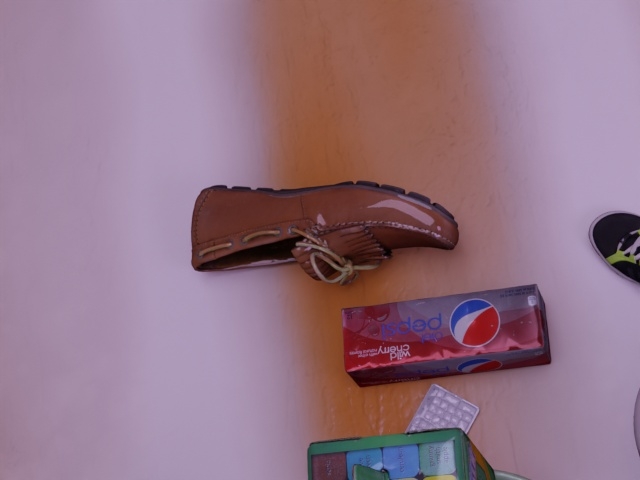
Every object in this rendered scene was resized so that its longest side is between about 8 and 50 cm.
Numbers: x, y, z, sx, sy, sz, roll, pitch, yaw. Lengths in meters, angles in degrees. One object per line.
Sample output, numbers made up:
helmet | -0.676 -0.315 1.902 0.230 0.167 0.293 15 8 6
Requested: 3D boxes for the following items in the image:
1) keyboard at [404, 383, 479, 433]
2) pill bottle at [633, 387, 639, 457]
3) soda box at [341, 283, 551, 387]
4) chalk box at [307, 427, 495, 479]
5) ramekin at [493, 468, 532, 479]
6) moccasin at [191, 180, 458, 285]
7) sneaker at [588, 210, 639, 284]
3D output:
keyboard | 0.115 0.312 1.996 0.072 0.014 0.256 26 80 22
pill bottle | 0.463 0.221 1.743 0.210 0.363 0.210 -5 69 13
soda box | 0.164 0.126 2.012 0.263 0.083 0.092 -8 68 13
chalk box | 0.092 0.314 1.687 0.179 0.289 0.180 -7 69 13
ramekin | 0.199 0.438 1.855 0.303 0.148 0.303 -5 70 13
moccasin | -0.001 -0.001 2.072 0.380 0.139 0.147 1 72 16
sneaker | 0.445 0.029 1.963 0.234 0.097 0.084 38 83 23
